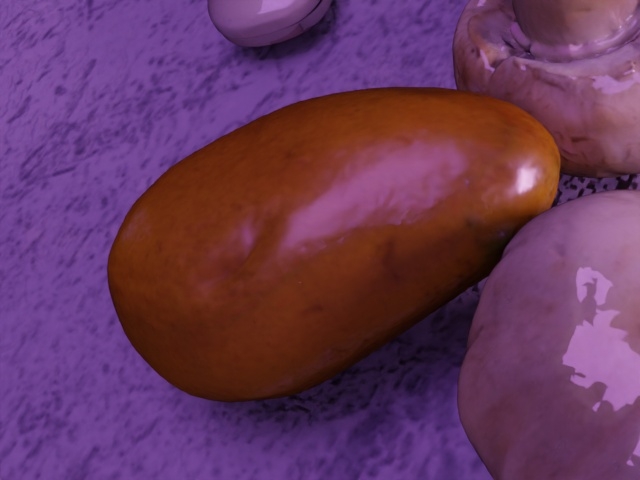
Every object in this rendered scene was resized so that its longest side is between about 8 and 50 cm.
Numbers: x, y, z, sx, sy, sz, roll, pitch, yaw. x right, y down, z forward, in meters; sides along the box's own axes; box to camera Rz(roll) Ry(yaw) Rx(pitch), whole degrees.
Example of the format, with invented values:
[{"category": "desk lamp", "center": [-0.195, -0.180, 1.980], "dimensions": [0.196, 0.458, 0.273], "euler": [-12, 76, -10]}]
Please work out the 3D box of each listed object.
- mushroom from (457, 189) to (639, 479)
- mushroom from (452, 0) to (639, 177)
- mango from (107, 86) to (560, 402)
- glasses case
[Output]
[{"category": "mushroom", "center": [0.121, 0.057, 0.379], "dimensions": [0.154, 0.122, 0.154], "euler": [7, 54, -9]}, {"category": "mushroom", "center": [0.130, -0.097, 0.479], "dimensions": [0.148, 0.112, 0.148], "euler": [-20, 45, 22]}, {"category": "mango", "center": [0.000, 0.000, 0.472], "dimensions": [0.227, 0.109, 0.147], "euler": [-16, 38, 29]}, {"category": "glasses case", "center": [-0.028, -0.207, 0.675], "dimensions": [0.081, 0.051, 0.204], "euler": [-10, 54, 22]}]
